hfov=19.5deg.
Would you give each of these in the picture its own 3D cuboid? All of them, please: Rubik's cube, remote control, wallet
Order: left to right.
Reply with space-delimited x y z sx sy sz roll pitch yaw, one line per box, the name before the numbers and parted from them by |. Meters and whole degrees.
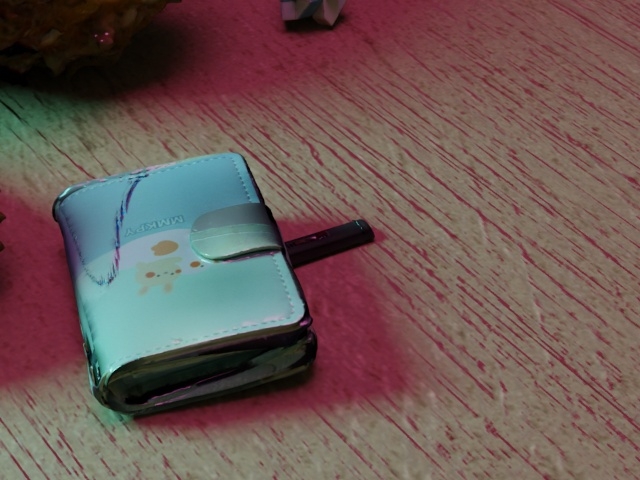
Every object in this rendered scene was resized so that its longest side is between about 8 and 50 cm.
wallet | -0.110 0.028 1.468 0.176 0.075 0.250 -12 36 -8
Rubik's cube | -0.005 -0.257 1.879 0.073 0.075 0.084 -4 35 -1
remote control | 0.000 0.000 1.552 0.091 0.016 0.034 -18 32 -22

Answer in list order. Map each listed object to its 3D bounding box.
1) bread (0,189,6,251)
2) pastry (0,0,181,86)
bread | -0.428 -0.059 1.517 0.388 0.183 0.236 37 72 25
pastry | -0.321 -0.293 1.758 0.405 0.293 0.337 -2 -2 -45
